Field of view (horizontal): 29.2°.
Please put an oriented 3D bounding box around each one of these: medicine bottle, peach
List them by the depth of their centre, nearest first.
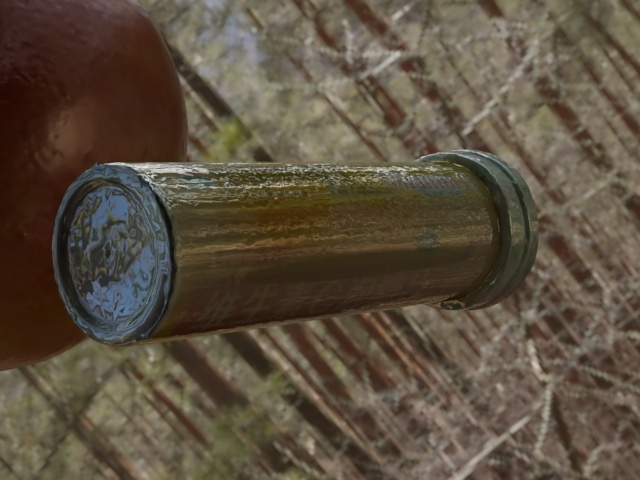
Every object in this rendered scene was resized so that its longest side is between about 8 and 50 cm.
[{"bbox_3d":[0.000,0.000,0.482,0.074,0.074,0.218,-27,-15,38],"label":"medicine bottle"},{"bbox_3d":[-0.254,-0.057,0.875,0.308,0.308,0.332,-21,23,49],"label":"peach"}]
